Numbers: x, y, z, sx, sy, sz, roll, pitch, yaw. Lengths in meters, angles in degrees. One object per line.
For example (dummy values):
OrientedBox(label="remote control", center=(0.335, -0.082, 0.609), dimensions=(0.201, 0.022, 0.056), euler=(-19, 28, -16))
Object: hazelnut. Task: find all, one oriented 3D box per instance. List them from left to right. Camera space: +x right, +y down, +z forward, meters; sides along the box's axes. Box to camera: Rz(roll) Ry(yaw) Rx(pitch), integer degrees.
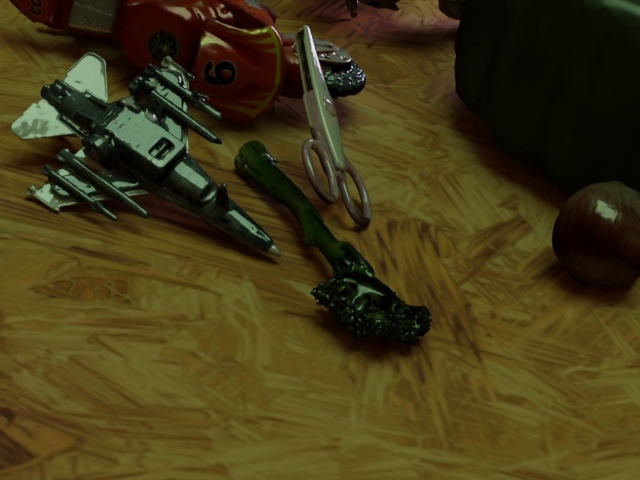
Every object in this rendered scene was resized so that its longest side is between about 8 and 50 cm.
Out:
OrientedBox(label="hazelnut", center=(0.215, -0.005, 1.294), dimensions=(0.086, 0.086, 0.086), euler=(10, 31, -6))

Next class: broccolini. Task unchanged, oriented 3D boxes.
OrientedBox(label="broccolini", center=(-0.006, 0.005, 1.246), dimensions=(0.057, 0.071, 0.254), euler=(-37, 39, -8))

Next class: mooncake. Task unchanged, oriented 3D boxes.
OrientedBox(label="mooncake", center=(0.294, -0.162, 1.472), dimensions=(0.356, 0.194, 0.356), euler=(8, 30, -4))

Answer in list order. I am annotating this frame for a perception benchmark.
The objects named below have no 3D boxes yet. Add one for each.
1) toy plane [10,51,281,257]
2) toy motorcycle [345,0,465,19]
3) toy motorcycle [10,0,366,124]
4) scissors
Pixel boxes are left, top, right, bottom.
OrientedBox(label="toy plane", center=(-0.123, -0.063, 1.252), dimensions=(0.234, 0.082, 0.160), euler=(29, 61, 25))
OrientedBox(label="toy motorcycle", center=(0.081, -0.253, 1.615), dimensions=(0.229, 0.130, 0.094), euler=(18, 68, -23))
OrientedBox(label="toy motorcycle", center=(-0.109, -0.179, 1.434), dimensions=(0.298, 0.089, 0.171), euler=(25, 31, 17))
OrientedBox(label="scissors", center=(0.002, -0.093, 1.323), dimensions=(0.085, 0.022, 0.176), euler=(31, 38, -48))
